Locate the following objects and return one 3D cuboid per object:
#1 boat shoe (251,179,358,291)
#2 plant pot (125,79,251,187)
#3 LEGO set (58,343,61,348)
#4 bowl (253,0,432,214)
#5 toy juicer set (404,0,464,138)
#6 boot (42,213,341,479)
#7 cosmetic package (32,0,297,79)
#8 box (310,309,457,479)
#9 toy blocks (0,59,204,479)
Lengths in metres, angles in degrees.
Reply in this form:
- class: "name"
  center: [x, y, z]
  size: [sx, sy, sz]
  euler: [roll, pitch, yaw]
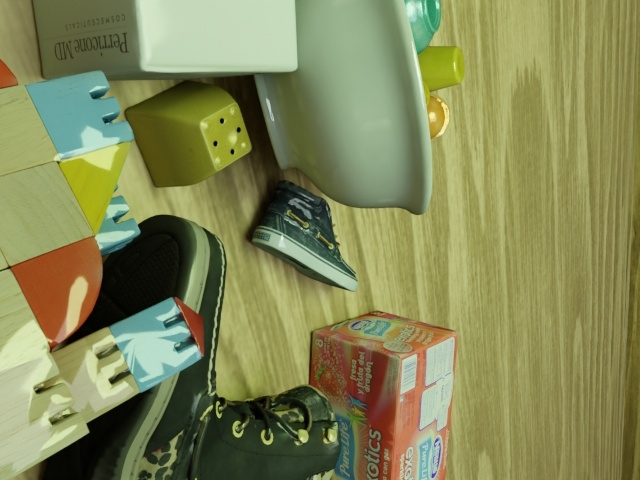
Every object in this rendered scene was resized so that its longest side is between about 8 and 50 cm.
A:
- class: "boat shoe"
  center: [0.000, 0.000, 0.729]
  size: [0.183, 0.065, 0.083]
  euler: [35, 73, -47]
- class: "plant pot"
  center: [-0.114, -0.098, 0.560]
  size: [0.081, 0.083, 0.081]
  euler: [-40, 126, -36]
- class: "LEGO set"
  center: [-0.236, 0.074, 0.500]
  size: [0.054, 0.023, 0.083]
  euler: [10, 91, -50]
- class: "bowl"
  center: [0.007, -0.155, 0.606]
  size: [0.298, 0.134, 0.297]
  euler: [-14, 90, -88]
- class: "toy juicer set"
  center: [0.092, -0.263, 0.748]
  size: [0.329, 0.090, 0.209]
  euler: [55, 44, -48]
- class: "boot"
  center: [-0.100, 0.173, 0.594]
  size: [0.284, 0.138, 0.377]
  euler: [10, 94, -49]
- class: "cosmetic package"
  center: [-0.124, -0.221, 0.468]
  size: [0.151, 0.151, 0.183]
  euler: [-16, 109, -46]
- class: "box"
  center: [0.083, 0.264, 0.827]
  size: [0.154, 0.142, 0.299]
  euler: [-10, 106, -48]
- class: "toy blocks"
  center: [-0.219, -0.011, 0.339]
  size: [0.261, 0.191, 0.381]
  euler: [-27, 91, -38]
